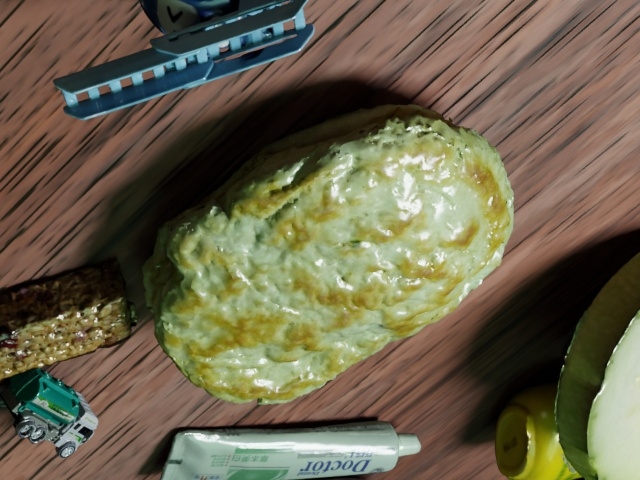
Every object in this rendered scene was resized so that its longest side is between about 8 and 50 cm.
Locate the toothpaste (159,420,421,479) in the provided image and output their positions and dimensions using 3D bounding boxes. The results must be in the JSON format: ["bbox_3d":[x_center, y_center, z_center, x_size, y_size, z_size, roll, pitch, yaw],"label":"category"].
[{"bbox_3d":[-0.020,0.165,1.523,0.218,0.041,0.064,-1,132,-27],"label":"toothpaste"}]

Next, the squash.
[{"bbox_3d":[0.267,0.095,1.489,0.219,0.041,0.219,-23,130,-31],"label":"squash"}]

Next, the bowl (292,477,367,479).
[{"bbox_3d":[-0.015,0.250,1.580,0.086,0.189,0.189,44,118,-13],"label":"bowl"}]

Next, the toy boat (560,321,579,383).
[{"bbox_3d":[0.282,0.081,1.555,0.210,0.066,0.084,-3,146,-31],"label":"toy boat"}]

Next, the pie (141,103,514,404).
[{"bbox_3d":[0.000,0.000,1.222,0.248,0.090,0.201,-30,138,13],"label":"pie"}]

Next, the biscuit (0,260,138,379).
[{"bbox_3d":[-0.213,0.066,1.239,0.199,0.034,0.064,-18,150,-9],"label":"biscuit"}]

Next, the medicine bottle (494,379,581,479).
[{"bbox_3d":[0.294,0.141,1.651,0.309,0.076,0.111,-10,149,-22],"label":"medicine bottle"}]

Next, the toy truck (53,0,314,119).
[{"bbox_3d":[-0.076,-0.115,1.000,0.136,0.074,0.063,-19,150,-4],"label":"toy truck"}]

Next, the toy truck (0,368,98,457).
[{"bbox_3d":[-0.185,0.115,1.333,0.044,0.039,0.083,-41,146,5],"label":"toy truck"}]
